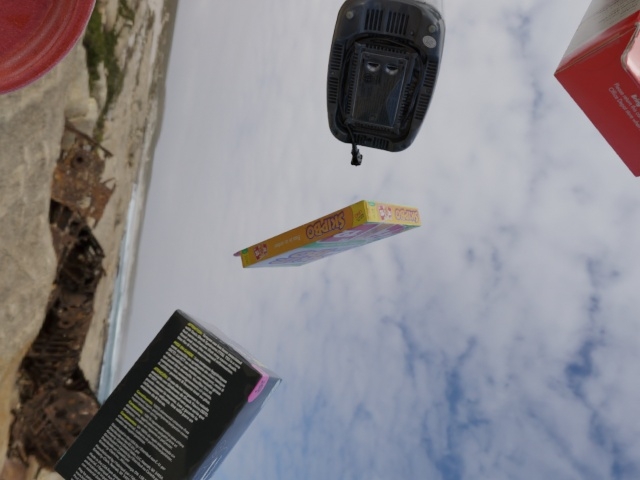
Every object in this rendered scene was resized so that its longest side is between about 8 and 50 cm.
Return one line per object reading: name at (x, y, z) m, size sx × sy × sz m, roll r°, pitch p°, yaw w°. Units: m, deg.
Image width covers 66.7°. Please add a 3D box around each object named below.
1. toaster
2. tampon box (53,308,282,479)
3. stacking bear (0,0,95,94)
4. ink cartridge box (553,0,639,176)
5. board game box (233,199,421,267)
toaster at (0.083, -0.220, 0.616) m, size 0.227 × 0.129 × 0.146 m, roll 95°, pitch 10°, yaw -46°
tampon box at (-0.127, 0.164, 0.450) m, size 0.161 × 0.101 × 0.120 m, roll -53°, pitch 167°, yaw -11°
stacking bear at (-0.347, -0.283, 0.449) m, size 0.164 × 0.175 × 0.289 m, roll -51°, pitch -124°, yaw 30°
ink cartridge box at (0.300, -0.158, 0.440) m, size 0.231 × 0.134 × 0.078 m, roll -53°, pitch -166°, yaw -29°
board game box at (0.000, 0.000, 0.691) m, size 0.259 × 0.124 × 0.039 m, roll -17°, pitch -102°, yaw 40°
